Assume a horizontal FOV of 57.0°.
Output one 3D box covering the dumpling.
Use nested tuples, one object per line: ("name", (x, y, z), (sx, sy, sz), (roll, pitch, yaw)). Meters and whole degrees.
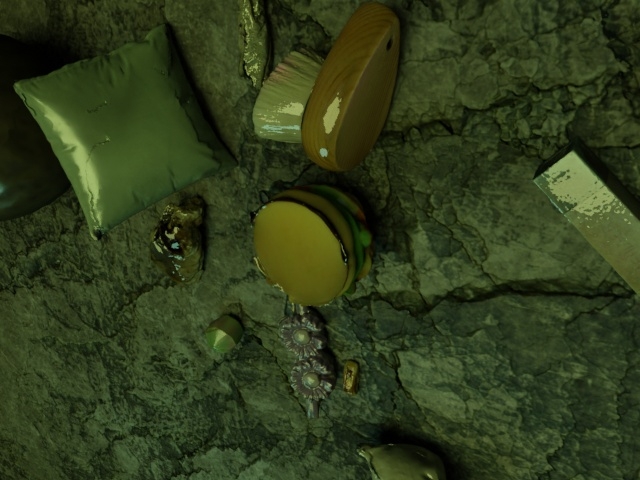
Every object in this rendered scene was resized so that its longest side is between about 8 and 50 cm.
("dumpling", (0.187, 0.504, 1.250), (0.247, 0.142, 0.172), (31, 158, 28))

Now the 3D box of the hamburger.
("hamburger", (0.000, 0.000, 1.077), (0.237, 0.149, 0.237), (17, 122, 31))

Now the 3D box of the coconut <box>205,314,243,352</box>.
("coconut", (-0.225, 0.219, 1.356), (0.083, 0.081, 0.082), (28, 138, 3))

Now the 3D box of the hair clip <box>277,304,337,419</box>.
("hair clip", (-0.023, 0.250, 1.269), (0.106, 0.084, 0.292), (-6, 107, 12))

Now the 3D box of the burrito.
("burrito", (-0.121, -0.372, 1.011), (0.063, 0.058, 0.230), (5, 119, 22))

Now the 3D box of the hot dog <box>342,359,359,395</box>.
("hot dog", (0.063, 0.301, 1.264), (0.030, 0.034, 0.090), (13, 121, 24))

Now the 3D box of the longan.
("longan", (-0.664, -0.226, 1.179), (0.391, 0.391, 0.391), (13, 120, 23))

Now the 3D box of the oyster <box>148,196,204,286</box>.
("oyster", (-0.320, 0.007, 1.291), (0.161, 0.107, 0.233), (33, 128, 0))

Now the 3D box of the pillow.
("pillow", (-0.354, -0.207, 1.101), (0.312, 0.310, 0.119), (64, 160, -12))

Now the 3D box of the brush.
("brush", (0.018, -0.253, 0.934), (0.166, 0.174, 0.267), (32, 118, 22))

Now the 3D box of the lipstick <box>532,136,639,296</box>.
("lipstick", (0.470, 0.014, 0.866), (0.371, 0.080, 0.076), (47, 126, 0))
